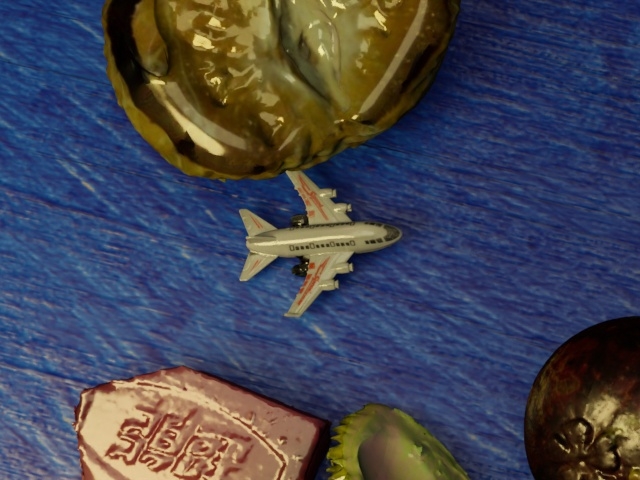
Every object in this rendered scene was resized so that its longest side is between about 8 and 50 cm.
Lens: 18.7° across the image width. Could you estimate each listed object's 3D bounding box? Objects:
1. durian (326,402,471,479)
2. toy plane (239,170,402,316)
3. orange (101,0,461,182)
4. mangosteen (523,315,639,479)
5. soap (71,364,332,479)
[{"bbox_3d":[0.125,0.304,1.899,0.169,0.158,0.352,-40,73,-16],"label":"durian"},{"bbox_3d":[0.000,0.000,2.019,0.171,0.065,0.162,-2,77,3],"label":"toy plane"},{"bbox_3d":[-0.032,-0.202,1.994,0.369,0.210,0.271,-22,78,-2],"label":"orange"},{"bbox_3d":[0.339,0.185,1.892,0.289,0.231,0.231,-1,73,-37],"label":"mangosteen"},{"bbox_3d":[-0.130,0.215,1.971,0.250,0.099,0.162,20,87,10],"label":"soap"}]
